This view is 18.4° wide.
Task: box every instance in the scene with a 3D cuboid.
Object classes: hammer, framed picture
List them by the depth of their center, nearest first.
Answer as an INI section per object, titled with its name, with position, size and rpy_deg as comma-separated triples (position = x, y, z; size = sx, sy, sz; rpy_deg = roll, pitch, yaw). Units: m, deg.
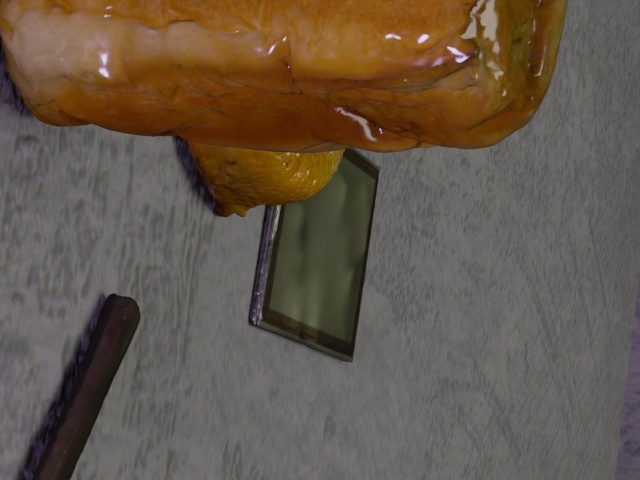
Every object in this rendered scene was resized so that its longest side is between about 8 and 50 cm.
[hammer]
position = -0.161, 0.150, 1.122
size = 0.125, 0.027, 0.297
rpy_deg = 80, 25, -47
[framed picture]
position = 0.000, 0.000, 1.553
size = 0.231, 0.010, 0.173
rpy_deg = 33, 64, -68

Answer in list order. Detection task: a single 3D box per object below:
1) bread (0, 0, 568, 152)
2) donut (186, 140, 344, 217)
[bread]
position = -0.024, -0.130, 1.036
size = 0.132, 0.294, 0.167
rpy_deg = 13, 81, -65
[donut]
position = -0.031, -0.106, 1.341
size = 0.190, 0.074, 0.174
rpy_deg = 72, 30, -47
